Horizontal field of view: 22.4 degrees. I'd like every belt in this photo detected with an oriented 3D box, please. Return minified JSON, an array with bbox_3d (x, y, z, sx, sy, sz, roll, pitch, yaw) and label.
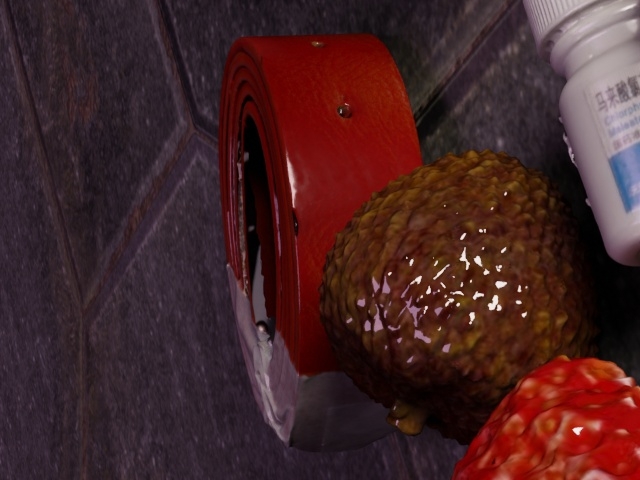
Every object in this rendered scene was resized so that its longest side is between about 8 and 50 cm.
[{"bbox_3d":[0.000,0.000,1.241,0.227,0.115,0.323,147,117,-73],"label":"belt"}]

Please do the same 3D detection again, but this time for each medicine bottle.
[{"bbox_3d":[0.183,-0.078,0.890,0.105,0.105,0.168,-47,55,58],"label":"medicine bottle"}]

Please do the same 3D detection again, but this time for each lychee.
[{"bbox_3d":[0.090,0.041,1.030,0.194,0.194,0.194,27,120,60],"label":"lychee"}]

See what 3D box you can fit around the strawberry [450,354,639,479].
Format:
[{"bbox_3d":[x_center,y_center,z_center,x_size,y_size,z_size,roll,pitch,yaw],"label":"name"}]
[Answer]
[{"bbox_3d":[0.158,0.227,0.831,0.310,0.292,0.291,29,122,52],"label":"strawberry"}]
